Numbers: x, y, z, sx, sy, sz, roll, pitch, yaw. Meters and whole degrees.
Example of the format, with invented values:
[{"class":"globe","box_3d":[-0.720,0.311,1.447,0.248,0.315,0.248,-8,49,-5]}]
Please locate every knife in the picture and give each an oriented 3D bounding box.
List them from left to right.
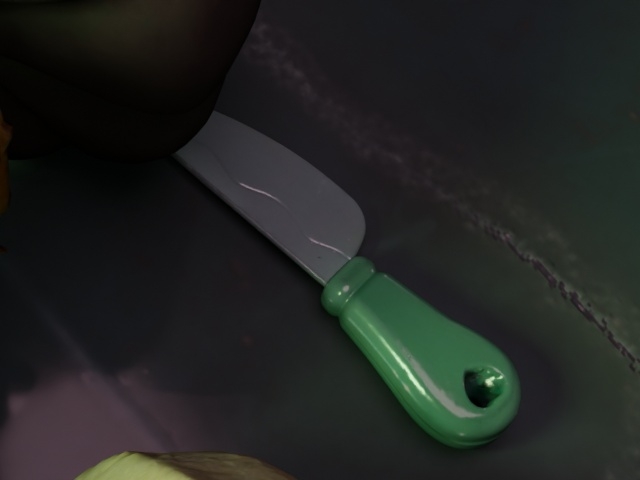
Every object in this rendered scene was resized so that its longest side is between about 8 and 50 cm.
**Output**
[{"class":"knife","box_3d":[0.001,-0.001,0.688,0.063,0.034,0.260,-37,75,-28]}]

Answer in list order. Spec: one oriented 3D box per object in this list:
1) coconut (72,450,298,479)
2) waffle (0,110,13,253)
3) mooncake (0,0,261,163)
[{"class":"coconut","box_3d":[-0.064,0.195,0.488,0.202,0.202,0.222,42,59,8]},{"class":"waffle","box_3d":[-0.211,0.074,0.467,0.151,0.261,0.324,21,75,-4]},{"class":"mooncake","box_3d":[-0.168,-0.144,0.577,0.306,0.306,0.154,14,73,-6]}]
